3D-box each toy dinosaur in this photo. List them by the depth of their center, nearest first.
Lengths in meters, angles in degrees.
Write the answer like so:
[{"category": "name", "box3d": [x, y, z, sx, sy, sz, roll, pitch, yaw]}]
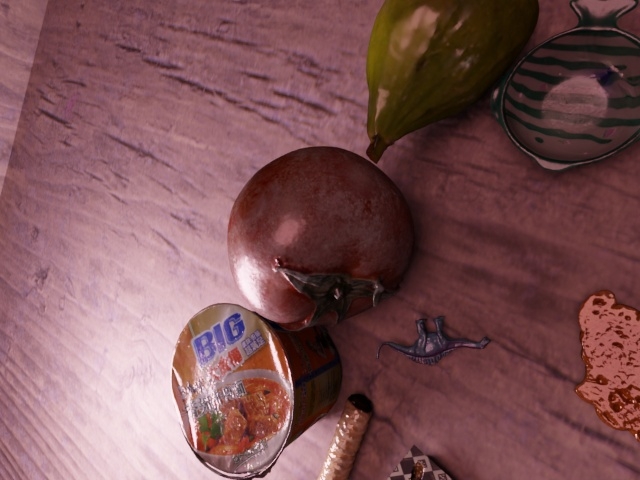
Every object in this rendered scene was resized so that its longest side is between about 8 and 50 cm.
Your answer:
[{"category": "toy dinosaur", "box3d": [0.187, 0.175, 0.712, 0.198, 0.045, 0.080, -13, 82, 21]}]

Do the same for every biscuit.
[{"category": "biscuit", "box3d": [0.450, 0.196, 0.550, 0.183, 0.043, 0.280, -36, 72, 28]}, {"category": "biscuit", "box3d": [0.044, 0.398, 0.774, 0.061, 0.055, 0.219, 22, 97, 21]}]

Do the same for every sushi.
[{"category": "sushi", "box3d": [0.181, 0.434, 0.704, 0.126, 0.026, 0.120, 38, 102, 24]}]

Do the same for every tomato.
[{"category": "tomato", "box3d": [0.000, 0.000, 0.693, 0.317, 0.317, 0.282, -42, 50, 22]}]

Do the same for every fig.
[{"category": "fig", "box3d": [0.170, -0.292, 0.624, 0.233, 0.233, 0.314, 33, 63, 30]}]

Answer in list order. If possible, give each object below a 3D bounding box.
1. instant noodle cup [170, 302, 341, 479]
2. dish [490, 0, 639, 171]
[{"category": "instant noodle cup", "box3d": [-0.107, 0.258, 0.786, 0.296, 0.214, 0.296, -3, 84, 32]}, {"category": "dish", "box3d": [0.378, -0.216, 0.607, 0.224, 0.078, 0.246, 18, 96, 28]}]
